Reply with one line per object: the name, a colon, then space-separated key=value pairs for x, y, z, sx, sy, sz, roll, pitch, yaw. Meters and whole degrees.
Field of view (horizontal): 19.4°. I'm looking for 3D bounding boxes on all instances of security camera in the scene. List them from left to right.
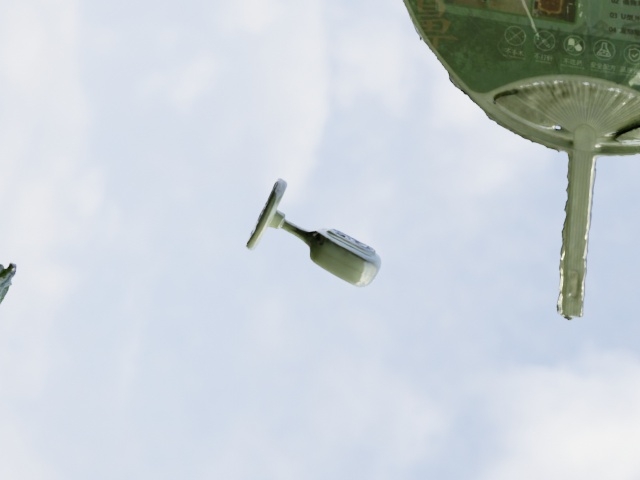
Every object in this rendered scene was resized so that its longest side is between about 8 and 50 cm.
security camera: x=0.000 y=0.000 z=1.293 sx=0.058 sy=0.092 sz=0.058 roll=-155 pitch=-90 yaw=-88

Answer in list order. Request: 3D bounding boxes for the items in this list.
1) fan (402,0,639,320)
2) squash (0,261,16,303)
fan: x=0.124 y=-0.110 z=1.017 sx=0.294 sy=0.223 sz=0.012 roll=-56 pitch=-179 yaw=37
squash: x=-0.259 y=0.068 z=0.977 sx=0.069 sy=0.258 sz=0.069 roll=14 pitch=-65 yaw=33
